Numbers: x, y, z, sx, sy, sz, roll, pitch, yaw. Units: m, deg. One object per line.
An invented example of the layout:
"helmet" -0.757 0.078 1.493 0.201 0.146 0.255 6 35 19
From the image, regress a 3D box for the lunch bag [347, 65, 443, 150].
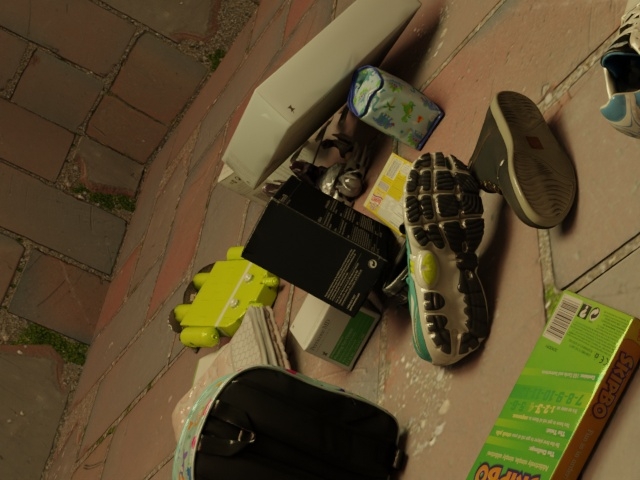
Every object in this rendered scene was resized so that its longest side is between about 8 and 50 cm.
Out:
"lunch bag" 0.119 -0.231 1.563 0.096 0.129 0.151 -55 22 20

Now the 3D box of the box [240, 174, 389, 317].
"box" 0.000 0.000 1.383 0.103 0.184 0.261 -59 1 12

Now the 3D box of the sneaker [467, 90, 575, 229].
"sneaker" 0.244 -0.072 1.148 0.118 0.083 0.222 109 164 -44

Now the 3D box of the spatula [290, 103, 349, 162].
"spatula" 0.006 -0.221 1.872 0.168 0.019 0.242 -36 12 16

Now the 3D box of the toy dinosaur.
"toy dinosaur" -0.259 0.122 2.095 0.313 0.121 0.160 -64 32 12

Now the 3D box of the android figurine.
"android figurine" -0.188 0.115 1.898 0.273 0.056 0.248 -3 50 48

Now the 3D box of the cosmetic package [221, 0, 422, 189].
"cosmetic package" -0.002 -0.290 1.720 0.377 0.097 0.284 -46 1 -27

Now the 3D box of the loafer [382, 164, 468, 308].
"loafer" 0.149 -0.013 1.280 0.076 0.078 0.223 -12 53 65

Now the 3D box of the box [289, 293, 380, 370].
"box" 0.021 0.125 1.417 0.101 0.087 0.102 -61 19 6

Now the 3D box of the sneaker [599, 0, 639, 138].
"sneaker" 0.351 -0.214 1.014 0.085 0.086 0.237 -40 29 52

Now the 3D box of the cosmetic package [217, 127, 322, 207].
"cosmetic package" -0.108 -0.190 2.051 0.151 0.151 0.183 -24 43 59

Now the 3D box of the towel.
"towel" -0.151 0.315 1.586 0.317 0.053 0.332 -55 31 21

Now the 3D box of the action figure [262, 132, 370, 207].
"action figure" 0.000 -0.108 1.762 0.185 0.099 0.285 -57 22 -13

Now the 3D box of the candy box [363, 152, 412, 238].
"candy box" 0.129 -0.074 1.486 0.105 0.027 0.206 -63 19 8

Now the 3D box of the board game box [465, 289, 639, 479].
"board game box" 0.222 0.181 0.913 0.259 0.039 0.124 -60 19 0

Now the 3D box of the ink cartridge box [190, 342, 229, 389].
"ink cartridge box" -0.175 0.274 1.780 0.235 0.056 0.171 -32 36 42

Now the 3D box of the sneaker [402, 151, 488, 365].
"sneaker" 0.140 0.021 1.172 0.110 0.107 0.275 134 140 -68

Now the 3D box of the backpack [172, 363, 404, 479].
"backpack" -0.053 0.276 1.164 0.191 0.253 0.225 -22 45 62
